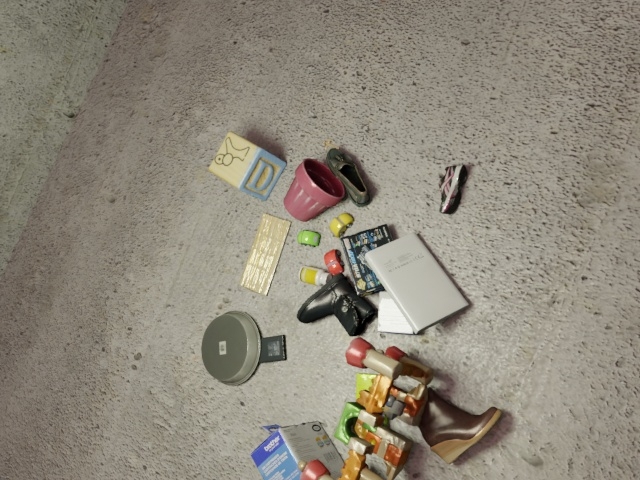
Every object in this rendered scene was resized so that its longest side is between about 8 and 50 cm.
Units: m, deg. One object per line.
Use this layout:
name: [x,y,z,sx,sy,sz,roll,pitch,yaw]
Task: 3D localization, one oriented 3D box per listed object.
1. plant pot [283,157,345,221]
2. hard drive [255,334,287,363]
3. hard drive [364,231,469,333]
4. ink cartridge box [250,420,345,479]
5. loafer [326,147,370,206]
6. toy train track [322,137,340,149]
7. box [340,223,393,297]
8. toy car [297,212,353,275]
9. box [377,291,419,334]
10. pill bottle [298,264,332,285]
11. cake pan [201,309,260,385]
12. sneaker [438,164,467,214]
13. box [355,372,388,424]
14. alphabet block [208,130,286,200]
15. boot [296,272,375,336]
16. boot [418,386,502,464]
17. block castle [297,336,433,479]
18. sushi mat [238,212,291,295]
plant pot: [-0.037,-0.175,1.922,0.180,0.201,0.201,-47,60,30]
hard drive: [-0.193,0.415,1.955,0.135,0.022,0.094,-13,72,26]
hard drive: [0.309,0.130,1.669,0.203,0.040,0.308,-22,62,-19]
ink cartridge box: [-0.045,0.745,1.651,0.151,0.270,0.395,-43,61,13]
loafer: [0.107,-0.251,1.895,0.096,0.084,0.268,-25,67,-13]
toy train track: [0.041,-0.376,2.017,0.083,0.014,0.048,29,93,31]
box: [0.181,0.069,1.778,0.175,0.051,0.220,-18,69,1]
toy car: [0.000,0.000,1.927,0.224,0.053,0.239,8,82,30]
box: [0.264,0.243,1.712,0.126,0.072,0.137,-1,77,28]
pill bottle: [-0.018,0.133,1.900,0.116,0.065,0.065,11,84,31]
cake pan: [-0.363,0.421,2.017,0.293,0.054,0.293,-8,75,33]
sneaker: [0.432,-0.171,1.729,0.077,0.072,0.178,14,77,43]
box: [0.172,0.538,1.712,0.109,0.042,0.178,-3,78,29]
alphabet block: [-0.296,-0.300,2.083,0.197,0.193,0.192,33,94,31]
boot: [0.053,0.264,1.811,0.246,0.094,0.207,-43,58,7]
boot: [0.398,0.529,1.559,0.248,0.090,0.207,-47,63,16]
block castle: [0.133,0.531,1.530,0.212,0.303,0.454,18,86,40]
sushi mat: [-0.226,0.055,2.062,0.151,0.019,0.317,17,87,30]
